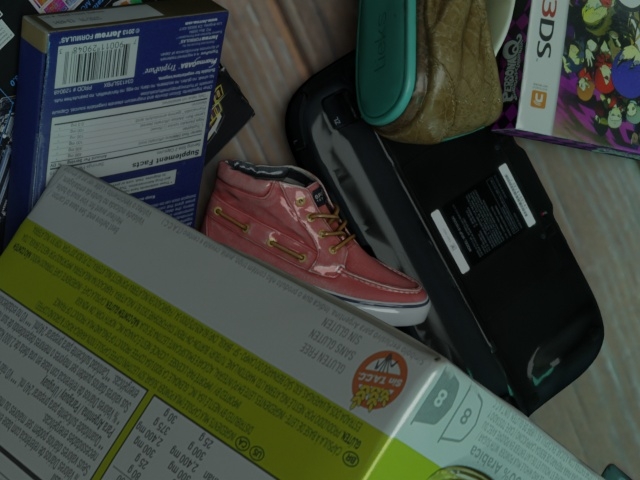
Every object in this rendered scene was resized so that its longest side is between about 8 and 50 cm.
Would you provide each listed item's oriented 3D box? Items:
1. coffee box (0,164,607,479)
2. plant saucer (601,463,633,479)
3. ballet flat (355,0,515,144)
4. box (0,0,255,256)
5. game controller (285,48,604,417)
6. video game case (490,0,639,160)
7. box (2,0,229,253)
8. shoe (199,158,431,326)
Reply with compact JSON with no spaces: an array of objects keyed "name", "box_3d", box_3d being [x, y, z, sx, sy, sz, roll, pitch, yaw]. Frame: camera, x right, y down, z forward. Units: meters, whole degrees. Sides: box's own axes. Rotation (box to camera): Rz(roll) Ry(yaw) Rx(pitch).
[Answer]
[{"name":"coffee box","box_3d":[-0.048,0.210,0.903,0.337,0.338,0.334,38,81,-46]},{"name":"plant saucer","box_3d":[0.211,0.279,1.224,0.067,0.018,0.192,38,82,-17]},{"name":"ballet flat","box_3d":[0.086,-0.233,1.088,0.124,0.116,0.342,5,75,-34]},{"name":"box","box_3d":[-0.214,-0.076,0.952,0.295,0.073,0.293,-47,142,-9]},{"name":"game controller","box_3d":[0.103,-0.007,1.154,0.166,0.067,0.319,-36,105,-28]},{"name":"video game case","box_3d":[0.249,-0.169,1.175,0.232,0.042,0.210,9,87,-26]},{"name":"box","box_3d":[-0.136,-0.042,0.971,0.136,0.036,0.225,-14,126,-40]},{"name":"shoe","box_3d":[0.000,0.000,1.075,0.178,0.063,0.081,17,109,7]}]
